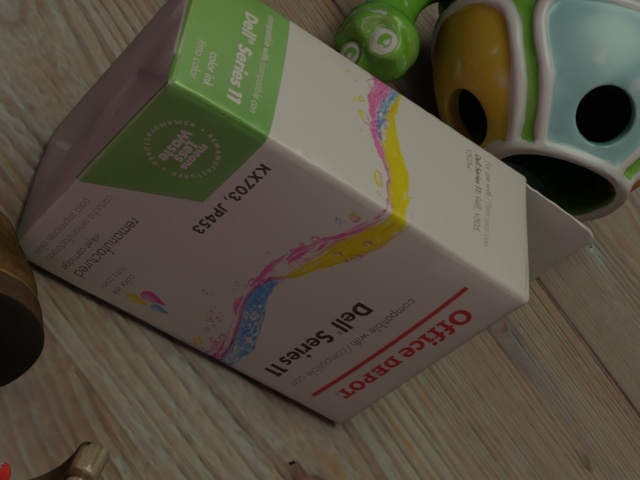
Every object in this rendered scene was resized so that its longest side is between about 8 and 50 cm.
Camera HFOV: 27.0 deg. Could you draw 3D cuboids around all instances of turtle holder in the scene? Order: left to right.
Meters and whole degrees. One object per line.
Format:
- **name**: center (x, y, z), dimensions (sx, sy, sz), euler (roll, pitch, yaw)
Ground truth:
- **turtle holder**: center (0.202, -0.160, 1.206), dimensions (0.320, 0.243, 0.227), euler (32, 60, -35)

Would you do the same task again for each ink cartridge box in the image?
- **ink cartridge box**: center (0.000, 0.000, 0.913), dimensions (0.353, 0.207, 0.119), euler (30, 43, -23)

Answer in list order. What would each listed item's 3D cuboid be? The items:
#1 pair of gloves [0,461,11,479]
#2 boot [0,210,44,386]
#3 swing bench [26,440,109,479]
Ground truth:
- **pair of gloves**: center (-0.217, 0.100, 0.529), dimensions (0.159, 0.023, 0.198), euler (45, 40, -15)
- **boot**: center (-0.298, -0.019, 0.749), dimensions (0.305, 0.112, 0.115), euler (30, 26, -31)
- **swing bench**: center (-0.271, 0.143, 0.592), dimensions (0.255, 0.165, 0.253), euler (44, 39, -17)
